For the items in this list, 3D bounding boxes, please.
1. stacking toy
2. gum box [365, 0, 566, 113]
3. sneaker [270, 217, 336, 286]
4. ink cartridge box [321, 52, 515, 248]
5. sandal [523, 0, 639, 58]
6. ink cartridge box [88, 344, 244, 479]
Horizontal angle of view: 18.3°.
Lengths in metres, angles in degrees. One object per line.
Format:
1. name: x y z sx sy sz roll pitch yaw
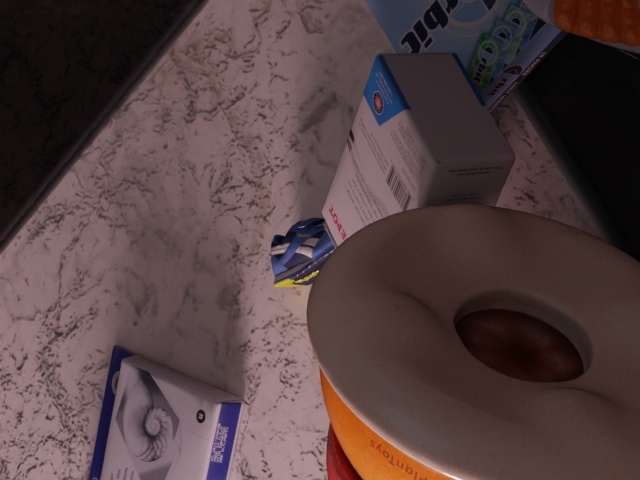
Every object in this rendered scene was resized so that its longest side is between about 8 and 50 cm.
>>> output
1. stacking toy: 0.116 0.239 1.715 0.350 0.351 0.479 46 135 35
2. gum box: 0.133 -0.217 1.854 0.157 0.041 0.184 -47 59 32
3. sneaker: 0.000 0.000 1.964 0.144 0.053 0.059 -27 67 39
4. ink cartridge box: 0.085 -0.048 1.808 0.203 0.086 0.148 109 146 -43
5. sandal: 0.287 -0.196 1.684 0.265 0.076 0.102 24 89 21
6. ink cartridge box: -0.188 0.244 2.137 0.224 0.045 0.223 18 100 44
